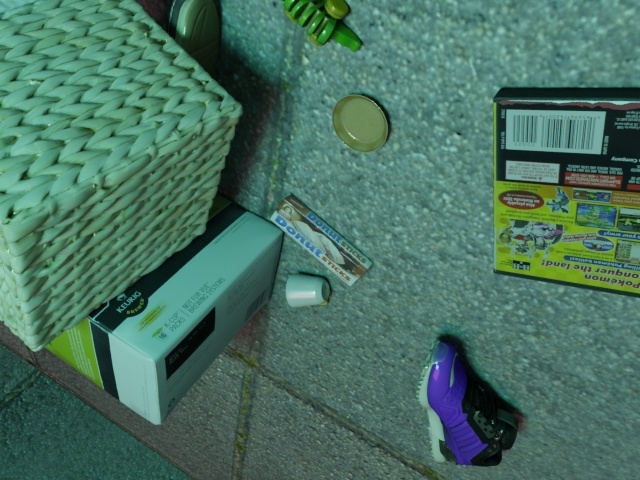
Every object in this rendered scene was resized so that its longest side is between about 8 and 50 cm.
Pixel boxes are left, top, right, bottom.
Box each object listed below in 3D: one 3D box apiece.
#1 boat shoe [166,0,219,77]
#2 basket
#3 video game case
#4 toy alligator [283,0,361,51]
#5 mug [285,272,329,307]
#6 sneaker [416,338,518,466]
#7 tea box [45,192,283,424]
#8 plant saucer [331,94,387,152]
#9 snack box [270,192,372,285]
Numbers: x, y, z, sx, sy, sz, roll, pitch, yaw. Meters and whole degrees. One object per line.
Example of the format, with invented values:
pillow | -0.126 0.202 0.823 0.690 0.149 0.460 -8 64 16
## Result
boat shoe | -0.215 -0.235 0.779 0.092 0.103 0.285 29 143 6
basket | -0.323 -0.093 0.664 0.266 0.331 0.328 43 141 9
video game case | 0.333 -0.045 0.587 0.275 0.035 0.248 9 129 29
toy alligator | -0.029 -0.292 0.630 0.189 0.051 0.056 45 138 -5
mug | -0.016 0.089 0.948 0.064 0.078 0.062 -2 91 27
sneaker | 0.252 0.278 0.879 0.146 0.102 0.293 5 132 28
tea box | -0.297 0.067 0.922 0.323 0.329 0.220 31 138 13
plant saucer | 0.055 -0.158 0.708 0.083 0.015 0.083 20 134 22
snack box | 0.000 0.000 0.876 0.178 0.022 0.064 40 139 1
